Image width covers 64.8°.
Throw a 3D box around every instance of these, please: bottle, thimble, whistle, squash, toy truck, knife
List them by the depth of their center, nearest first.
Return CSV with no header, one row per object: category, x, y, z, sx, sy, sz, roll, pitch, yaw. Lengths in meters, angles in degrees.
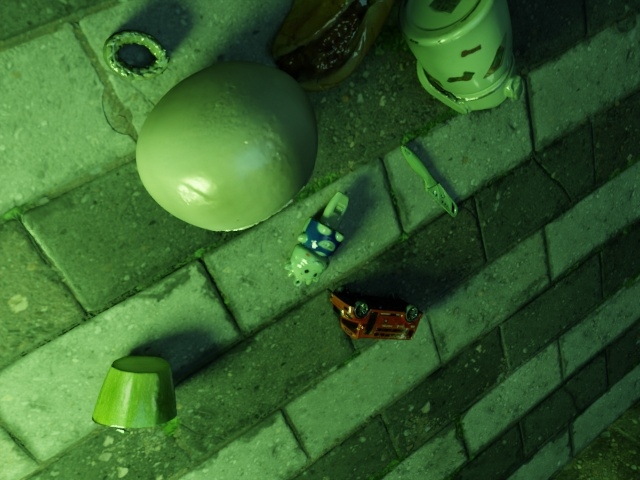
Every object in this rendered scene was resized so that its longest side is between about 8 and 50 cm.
thimble,-0.323,-0.326,0.891,0.109,0.062,0.085,5,106,-30
squash,-0.381,0.317,1.050,0.170,0.170,0.123,6,93,-31
bottle,0.323,-0.428,1.125,0.229,0.229,0.351,-59,144,2
whistle,0.000,0.000,1.178,0.110,0.092,0.245,27,95,-30
toy truck,0.140,0.197,1.323,0.252,0.107,0.114,9,103,-32
knife,0.289,-0.151,1.329,0.293,0.019,0.043,40,85,-35

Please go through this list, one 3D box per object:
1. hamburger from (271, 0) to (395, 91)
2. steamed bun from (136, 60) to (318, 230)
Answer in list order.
hamburger,0.033,-0.431,0.997,0.282,0.246,0.155,-24,138,33
steamed bun,-0.167,-0.178,0.881,0.324,0.324,0.206,-42,136,-9
